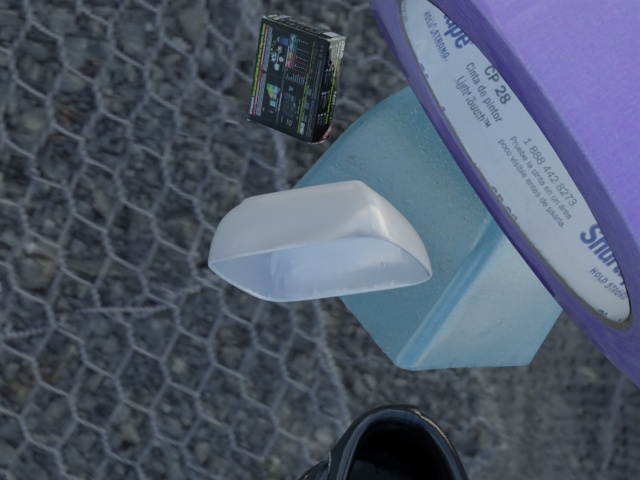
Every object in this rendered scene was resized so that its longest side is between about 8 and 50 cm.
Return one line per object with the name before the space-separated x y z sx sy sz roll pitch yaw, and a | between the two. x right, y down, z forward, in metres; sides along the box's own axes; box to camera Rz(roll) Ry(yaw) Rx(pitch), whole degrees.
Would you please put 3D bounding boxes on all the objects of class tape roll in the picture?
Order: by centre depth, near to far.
tape roll | 0.123 -0.060 0.694 0.090 0.275 0.274 -34 118 -3

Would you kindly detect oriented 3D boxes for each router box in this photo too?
router box | -0.027 -0.176 1.627 0.038 0.092 0.122 -22 128 -52

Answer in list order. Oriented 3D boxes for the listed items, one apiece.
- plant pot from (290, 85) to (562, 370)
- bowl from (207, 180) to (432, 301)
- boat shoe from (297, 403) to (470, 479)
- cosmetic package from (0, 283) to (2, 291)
plant pot | 0.155 -0.038 1.585 0.248 0.247 0.252 3 130 -49
bowl | 0.000 0.000 1.077 0.142 0.142 0.053 38 45 -65
boat shoe | 0.036 0.203 0.559 0.127 0.340 0.113 13 131 -9
cosmetic package | -0.295 0.007 1.027 0.127 0.238 0.107 -22 86 -9
